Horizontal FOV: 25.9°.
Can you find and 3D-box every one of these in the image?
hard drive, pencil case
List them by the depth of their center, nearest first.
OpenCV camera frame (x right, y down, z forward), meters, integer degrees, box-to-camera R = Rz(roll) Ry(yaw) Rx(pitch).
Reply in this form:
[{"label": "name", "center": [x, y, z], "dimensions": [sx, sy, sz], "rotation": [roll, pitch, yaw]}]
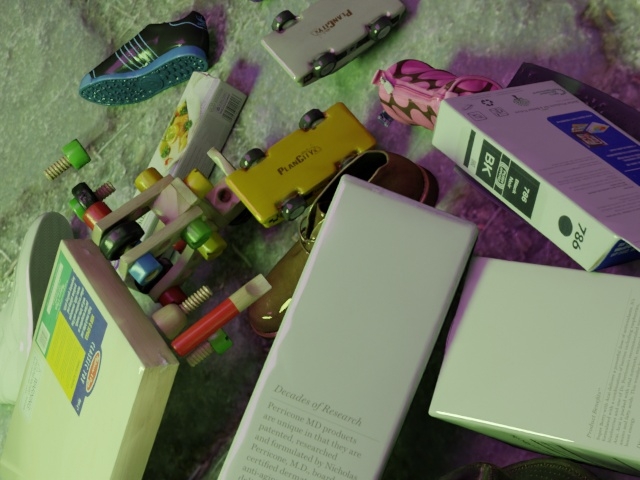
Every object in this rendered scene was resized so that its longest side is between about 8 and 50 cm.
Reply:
[{"label": "hard drive", "center": [0.286, -0.087, 1.582], "dimensions": [0.255, 0.054, 0.172], "rotation": [36, 95, 43]}, {"label": "pencil case", "center": [0.141, -0.167, 1.663], "dimensions": [0.095, 0.098, 0.209], "rotation": [-60, 24, -1]}]

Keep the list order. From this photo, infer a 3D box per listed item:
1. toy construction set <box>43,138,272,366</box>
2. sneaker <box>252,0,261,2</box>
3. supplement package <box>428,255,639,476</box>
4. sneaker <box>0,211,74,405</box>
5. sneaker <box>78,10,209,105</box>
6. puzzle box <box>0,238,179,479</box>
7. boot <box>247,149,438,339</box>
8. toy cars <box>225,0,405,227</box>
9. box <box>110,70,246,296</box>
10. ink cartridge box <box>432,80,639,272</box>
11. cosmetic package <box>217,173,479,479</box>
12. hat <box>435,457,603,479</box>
[{"label": "toy construction set", "center": [-0.148, -0.012, 1.781], "dimensions": [0.237, 0.257, 0.309], "rotation": [-37, 51, -4]}, {"label": "sneaker", "center": [-0.139, -0.414, 2.046], "dimensions": [0.282, 0.102, 0.161], "rotation": [-16, 64, 33]}, {"label": "supplement package", "center": [0.290, 0.136, 1.397], "dimensions": [0.293, 0.175, 0.177], "rotation": [8, 77, 41]}, {"label": "sneaker", "center": [-0.459, 0.104, 2.068], "dimensions": [0.169, 0.108, 0.292], "rotation": [-10, 66, 33]}, {"label": "sneaker", "center": [-0.264, -0.274, 2.102], "dimensions": [0.232, 0.081, 0.090], "rotation": [-14, 59, 27]}, {"label": "puzzle box", "center": [-0.311, 0.237, 1.812], "dimensions": [0.272, 0.052, 0.409], "rotation": [50, 130, 41]}, {"label": "boot", "center": [0.000, 0.000, 1.738], "dimensions": [0.305, 0.115, 0.112], "rotation": [-45, 51, 16]}, {"label": "toy cars", "center": [-0.004, -0.178, 1.813], "dimensions": [0.176, 0.087, 0.393], "rotation": [11, 66, 4]}, {"label": "box", "center": [-0.210, -0.082, 1.976], "dimensions": [0.063, 0.067, 0.324], "rotation": [22, 86, 43]}, {"label": "ink cartridge box", "center": [0.277, -0.057, 1.427], "dimensions": [0.333, 0.165, 0.065], "rotation": [45, 135, 43]}, {"label": "cosmetic package", "center": [0.018, 0.175, 1.526], "dimensions": [0.161, 0.230, 0.453], "rotation": [22, 86, 6]}, {"label": "hat", "center": [0.135, 0.302, 1.318], "dimensions": [0.331, 0.134, 0.331], "rotation": [-22, 32, 15]}]
